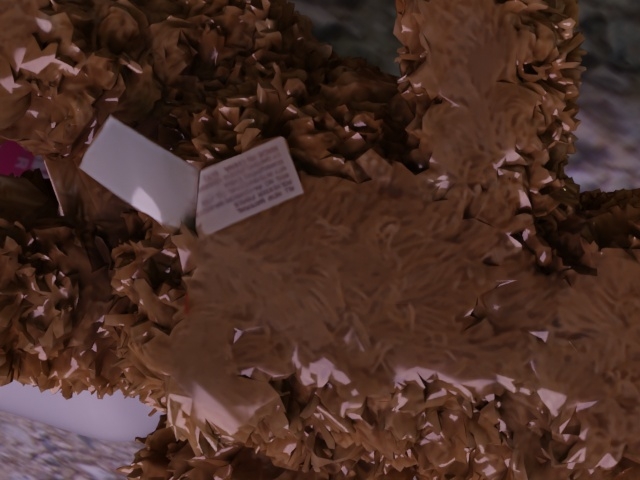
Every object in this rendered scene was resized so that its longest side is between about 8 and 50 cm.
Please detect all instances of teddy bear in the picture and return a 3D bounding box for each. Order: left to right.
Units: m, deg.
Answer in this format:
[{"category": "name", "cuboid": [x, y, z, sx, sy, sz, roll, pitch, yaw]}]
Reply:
[{"category": "teddy bear", "cuboid": [0.000, 0.000, 0.509, 0.338, 0.113, 0.245, 1, 99, 8]}]

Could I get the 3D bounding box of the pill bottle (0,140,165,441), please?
[{"category": "pill bottle", "cuboid": [-0.119, -0.009, 0.662, 0.283, 0.160, 0.160, 14, 144, 15]}]
